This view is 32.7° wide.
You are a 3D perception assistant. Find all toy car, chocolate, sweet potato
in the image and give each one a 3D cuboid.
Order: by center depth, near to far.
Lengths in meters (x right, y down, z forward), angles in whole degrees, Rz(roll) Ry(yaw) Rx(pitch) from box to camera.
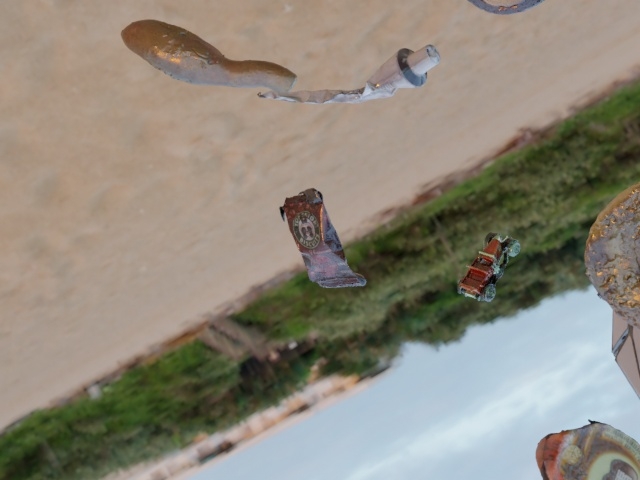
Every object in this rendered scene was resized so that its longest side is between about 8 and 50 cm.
[{"bbox_3d":[0.406,0.398,1.696,0.221,0.221,0.147,-30,169,-35],"label":"chocolate"},{"bbox_3d":[0.318,0.047,2.079,0.073,0.054,0.143,20,-108,41],"label":"toy car"},{"bbox_3d":[-0.240,-0.367,2.237,0.109,0.385,0.109,20,90,-82],"label":"sweet potato"}]

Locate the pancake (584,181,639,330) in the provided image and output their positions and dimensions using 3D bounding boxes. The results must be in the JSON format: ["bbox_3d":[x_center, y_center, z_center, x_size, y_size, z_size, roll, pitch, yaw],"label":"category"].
[{"bbox_3d":[0.582,0.050,1.664,0.065,0.356,0.356,-38,-175,-40],"label":"pancake"}]

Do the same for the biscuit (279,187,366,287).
[{"bbox_3d":[-0.003,0.001,2.335,0.063,0.235,0.151,-31,-167,-40],"label":"biscuit"}]

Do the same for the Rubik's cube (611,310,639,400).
[{"bbox_3d":[0.685,0.151,1.975,0.259,0.260,0.255,-5,-159,1],"label":"Rubik's cube"}]

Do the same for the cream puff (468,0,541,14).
[{"bbox_3d":[0.352,-0.549,2.059,0.239,0.239,0.165,-31,-158,46],"label":"cream puff"}]

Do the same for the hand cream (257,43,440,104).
[{"bbox_3d":[0.041,-0.193,1.347,0.257,0.050,0.084,-10,179,39],"label":"hand cream"}]
